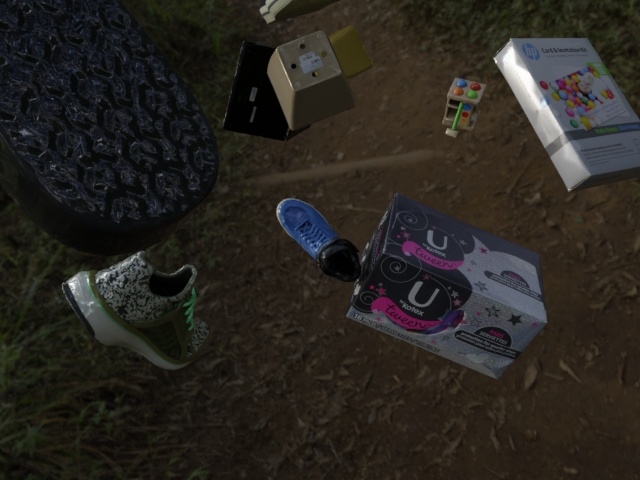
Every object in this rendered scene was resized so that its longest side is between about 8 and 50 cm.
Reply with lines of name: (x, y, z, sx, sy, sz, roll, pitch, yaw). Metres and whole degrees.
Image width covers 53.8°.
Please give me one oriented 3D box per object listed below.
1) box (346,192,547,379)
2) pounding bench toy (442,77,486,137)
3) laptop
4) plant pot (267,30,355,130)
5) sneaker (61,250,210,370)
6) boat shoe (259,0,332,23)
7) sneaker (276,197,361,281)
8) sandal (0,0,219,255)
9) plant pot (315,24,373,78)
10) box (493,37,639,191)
box: (0.186, 0.065, 0.930, 0.163, 0.247, 0.142, -71, 4, -53)
pounding bench toy: (0.228, -0.213, 1.017, 0.052, 0.065, 0.083, 17, 51, 15)
laptop: (-0.104, -0.392, 1.624, 0.136, 0.264, 0.234, -110, 33, -53)
plant pot: (-0.015, -0.244, 0.929, 0.109, 0.109, 0.096, -22, -11, -3)
sneaker: (-0.290, 0.130, 1.209, 0.182, 0.410, 0.158, -34, 66, 5)
boat shoe: (-0.034, -0.522, 1.211, 0.187, 0.156, 0.500, -17, 18, -10)
sneaker: (0.001, -0.001, 0.887, 0.058, 0.152, 0.084, -41, 8, -5)
sandal: (-0.237, -0.177, 0.402, 0.167, 0.446, 0.107, -29, -3, -43)
plant pot: (0.029, -0.323, 1.130, 0.083, 0.081, 0.081, -35, 18, -11)
box: (0.303, -0.153, 0.739, 0.145, 0.186, 0.038, -11, -22, -31)
